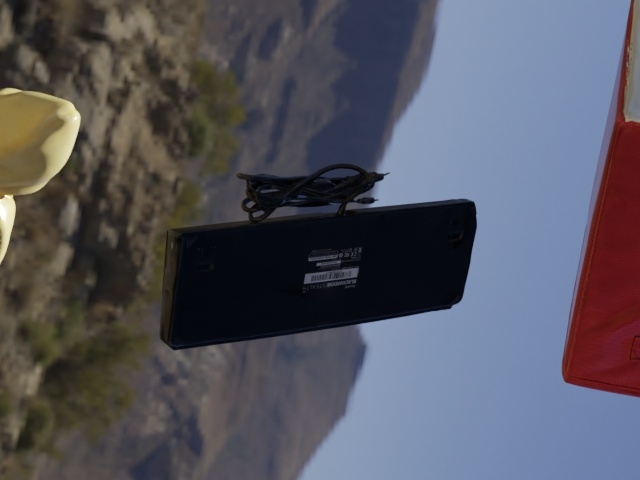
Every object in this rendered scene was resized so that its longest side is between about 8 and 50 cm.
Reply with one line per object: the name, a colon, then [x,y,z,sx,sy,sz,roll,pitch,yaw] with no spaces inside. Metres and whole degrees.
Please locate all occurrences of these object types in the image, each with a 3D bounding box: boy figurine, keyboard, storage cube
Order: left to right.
boy figurine: [-0.312,-0.031,1.115,0.285,0.177,0.092,-38,-169,1]
keyboard: [0.000,0.000,0.796,0.038,0.192,0.100,43,-49,48]
storage cube: [0.266,-0.021,0.924,0.215,0.183,0.193,-66,164,-55]
